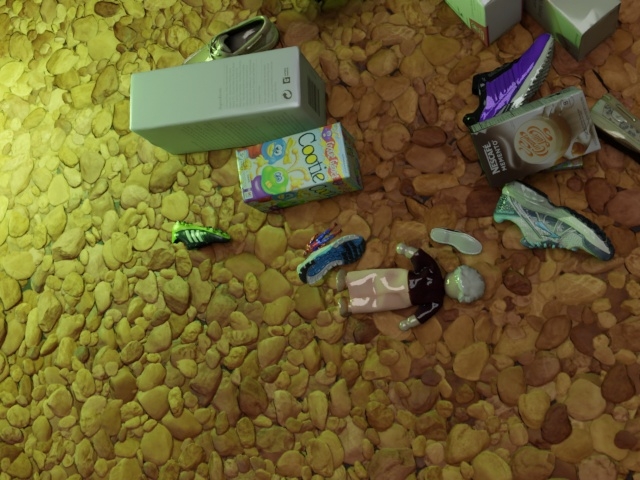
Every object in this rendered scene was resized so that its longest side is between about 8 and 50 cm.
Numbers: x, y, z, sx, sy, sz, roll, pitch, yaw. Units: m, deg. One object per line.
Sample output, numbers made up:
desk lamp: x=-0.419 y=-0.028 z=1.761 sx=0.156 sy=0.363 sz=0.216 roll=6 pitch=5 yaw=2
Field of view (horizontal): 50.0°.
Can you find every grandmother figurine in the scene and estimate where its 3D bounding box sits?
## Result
grandmother figurine: x=0.214 y=0.107 z=1.624 sx=0.343 sy=0.104 sz=0.207 roll=-3 pitch=107 yaw=14

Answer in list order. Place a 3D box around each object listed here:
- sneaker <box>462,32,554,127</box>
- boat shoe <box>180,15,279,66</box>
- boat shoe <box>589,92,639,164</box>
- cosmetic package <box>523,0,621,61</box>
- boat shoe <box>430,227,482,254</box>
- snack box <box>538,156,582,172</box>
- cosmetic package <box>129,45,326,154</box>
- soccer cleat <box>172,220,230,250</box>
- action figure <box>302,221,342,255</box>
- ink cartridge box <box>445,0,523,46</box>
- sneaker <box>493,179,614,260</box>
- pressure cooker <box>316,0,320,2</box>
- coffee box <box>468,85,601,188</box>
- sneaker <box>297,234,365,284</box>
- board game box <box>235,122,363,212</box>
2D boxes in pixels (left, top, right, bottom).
sneaker: x=0.437 y=-0.377 z=1.629 sx=0.146 sy=0.102 sz=0.293 roll=31 pitch=91 yaw=20
boat shoe: x=-0.262 y=-0.522 z=1.870 sx=0.302 sy=0.098 sz=0.109 roll=-22 pitch=75 yaw=12
boat shoe: x=0.720 y=-0.222 z=1.514 sx=0.285 sy=0.104 sz=0.089 roll=40 pitch=97 yaw=20
cosmetic package: x=0.543 y=-0.584 z=1.602 sx=0.113 sy=0.160 sz=0.309 roll=-39 pitch=71 yaw=9
boat shoe: x=0.325 y=-0.001 z=1.634 sx=0.125 sy=0.038 sz=0.046 roll=16 pitch=105 yaw=20
snack box: x=0.552 y=-0.234 z=1.603 sx=0.100 sy=0.037 sz=0.141 roll=-5 pitch=80 yaw=18
cosmetic package: x=-0.232 y=-0.347 z=1.764 sx=0.454 sy=0.230 sz=0.161 roll=-5 pitch=79 yaw=15
soccer cleat: x=-0.318 y=-0.005 z=1.827 sx=0.179 sy=0.060 sz=0.072 roll=11 pitch=94 yaw=25
action figure: x=0.000 y=0.000 z=1.740 sx=0.115 sy=0.030 sz=0.038 roll=-40 pitch=77 yaw=9
ink cartridge box: x=0.351 y=-0.636 z=1.643 sx=0.117 sy=0.207 sz=0.283 roll=-38 pitch=72 yaw=6
sneaker: x=0.524 y=-0.025 z=1.558 sx=0.283 sy=0.110 sz=0.122 roll=36 pitch=110 yaw=22
pressure cooker: x=-0.026 y=-0.808 z=1.694 sx=0.420 sy=0.370 sz=0.375 roll=-41 pitch=108 yaw=10
coffee box: x=0.471 y=-0.228 z=1.528 sx=0.247 sy=0.098 sz=0.141 roll=-21 pitch=105 yaw=14
sneaker: x=0.021 y=0.037 z=1.708 sx=0.191 sy=0.083 sz=0.071 roll=-27 pitch=107 yaw=-9
board game box: x=-0.051 y=-0.176 z=1.723 sx=0.275 sy=0.144 sz=0.142 roll=-13 pitch=78 yaw=16
